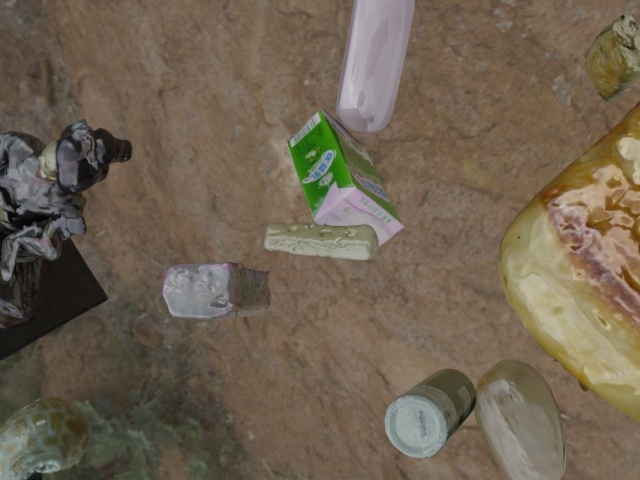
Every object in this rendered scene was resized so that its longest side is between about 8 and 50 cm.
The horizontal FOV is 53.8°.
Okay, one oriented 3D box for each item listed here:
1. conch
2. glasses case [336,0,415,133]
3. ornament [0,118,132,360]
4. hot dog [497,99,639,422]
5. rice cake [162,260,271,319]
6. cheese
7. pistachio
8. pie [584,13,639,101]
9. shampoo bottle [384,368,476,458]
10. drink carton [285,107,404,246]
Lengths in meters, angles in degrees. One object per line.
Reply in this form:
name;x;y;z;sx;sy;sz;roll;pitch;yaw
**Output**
conch;-0.358;0.255;0.799;0.105;0.173;0.116;34;123;8
glasses case;0.104;-0.357;1.225;0.113;0.075;0.297;7;111;-10
ornament;-0.218;-0.022;0.459;0.196;0.153;0.166;-30;94;40
hot dog;0.317;-0.033;0.488;0.185;0.405;0.223;47;175;21
rice cake;-0.063;0.037;0.440;0.047;0.207;0.036;0;84;3
cheese;0.000;0.000;1.043;0.193;0.065;0.043;4;132;16
pistachio;0.315;0.288;0.984;0.131;0.129;0.206;-31;78;38
pie;0.559;-0.340;1.210;0.068;0.282;0.129;-26;85;13
shampoo bottle;0.127;0.176;0.671;0.065;0.204;0.065;-1;88;24
drink carton;0.041;-0.113;1.212;0.108;0.271;0.161;-39;132;20
